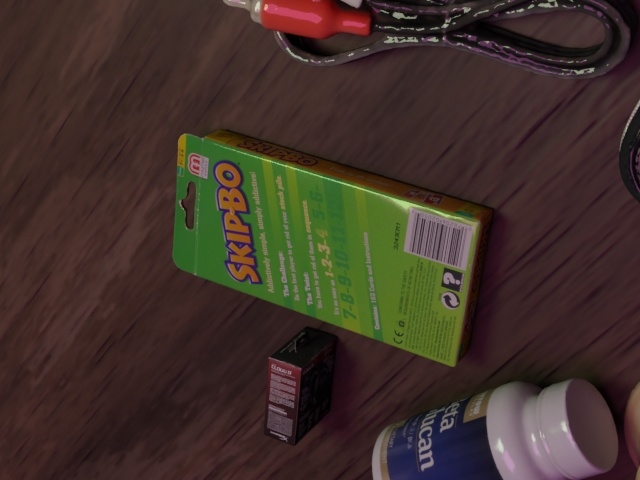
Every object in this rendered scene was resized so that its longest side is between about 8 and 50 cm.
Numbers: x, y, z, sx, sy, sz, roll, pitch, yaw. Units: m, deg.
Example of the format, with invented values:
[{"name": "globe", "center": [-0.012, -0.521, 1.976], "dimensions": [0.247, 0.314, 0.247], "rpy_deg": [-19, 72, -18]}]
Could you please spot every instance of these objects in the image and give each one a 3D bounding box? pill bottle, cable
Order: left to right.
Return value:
[{"name": "cable", "center": [0.060, -0.149, 0.827], "dimensions": [0.287, 0.072, 0.139], "rpy_deg": [26, 127, 18]}, {"name": "pill bottle", "center": [0.129, 0.158, 0.904], "dimensions": [0.169, 0.094, 0.094], "rpy_deg": [-26, 96, 35]}]

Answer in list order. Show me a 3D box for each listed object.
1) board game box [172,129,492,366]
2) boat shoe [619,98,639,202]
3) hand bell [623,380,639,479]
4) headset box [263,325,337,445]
[{"name": "board game box", "center": [0.000, 0.000, 0.949], "dimensions": [0.259, 0.039, 0.124], "rpy_deg": [17, 117, 21]}, {"name": "boat shoe", "center": [0.303, -0.098, 0.679], "dimensions": [0.340, 0.113, 0.127], "rpy_deg": [-25, 97, 36]}, {"name": "hand bell", "center": [0.220, 0.183, 0.770], "dimensions": [0.126, 0.242, 0.126], "rpy_deg": [13, 117, 26]}, {"name": "headset box", "center": [-0.016, 0.114, 0.991], "dimensions": [0.032, 0.062, 0.083], "rpy_deg": [16, 119, 23]}]
